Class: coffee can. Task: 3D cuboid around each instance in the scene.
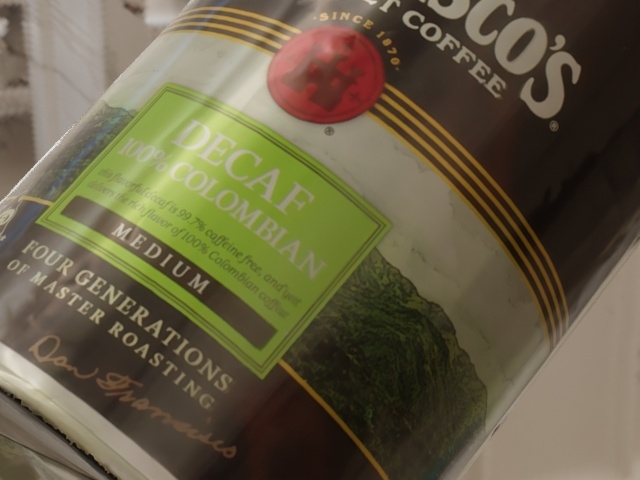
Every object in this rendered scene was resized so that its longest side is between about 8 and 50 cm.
[{"bbox_3d":[0.000,0.000,0.649,0.275,0.201,0.201,-50,-54,-20],"label":"coffee can"}]
